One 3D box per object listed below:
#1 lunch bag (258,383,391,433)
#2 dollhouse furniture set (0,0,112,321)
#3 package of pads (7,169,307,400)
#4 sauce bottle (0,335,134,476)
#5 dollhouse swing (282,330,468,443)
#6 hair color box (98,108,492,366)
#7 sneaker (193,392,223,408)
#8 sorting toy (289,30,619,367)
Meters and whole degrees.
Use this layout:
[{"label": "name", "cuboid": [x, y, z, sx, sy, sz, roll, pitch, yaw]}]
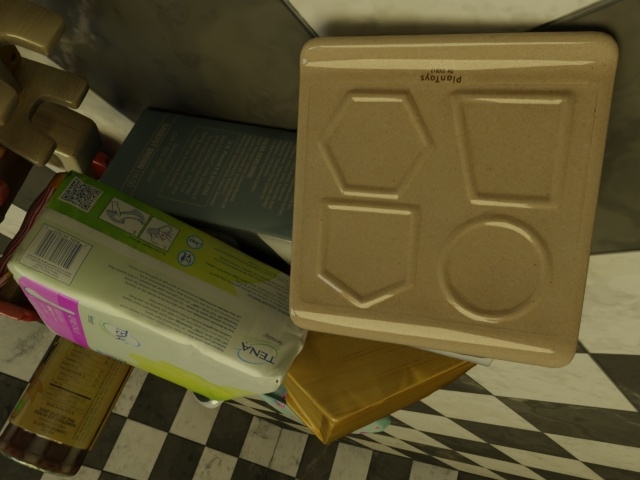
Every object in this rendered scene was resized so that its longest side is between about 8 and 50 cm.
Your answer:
[{"label": "lunch bag", "cuboid": [0.010, 0.332, 1.054, 0.262, 0.160, 0.223, 8, 151, 33]}, {"label": "dollhouse furniture set", "cuboid": [-0.308, -0.048, 0.418, 0.152, 0.201, 0.374, 24, 165, -12]}, {"label": "package of pads", "cuboid": [-0.155, 0.078, 0.484, 0.229, 0.101, 0.296, 27, 153, -11]}, {"label": "sauce bottle", "cuboid": [-0.300, 0.135, 0.671, 0.111, 0.344, 0.111, 17, 153, 9]}, {"label": "dollhouse swing", "cuboid": [0.028, 0.138, 0.780, 0.315, 0.305, 0.346, -21, 154, -11]}, {"label": "hair color box", "cuboid": [0.000, 0.000, 0.472, 0.375, 0.113, 0.185, 12, 153, 14]}, {"label": "sneaker", "cuboid": [-0.251, 0.173, 0.857, 0.147, 0.104, 0.296, 41, -176, -36]}, {"label": "sorting toy", "cuboid": [0.076, -0.025, 0.322, 0.193, 0.208, 0.038, 6, -167, 16]}]
